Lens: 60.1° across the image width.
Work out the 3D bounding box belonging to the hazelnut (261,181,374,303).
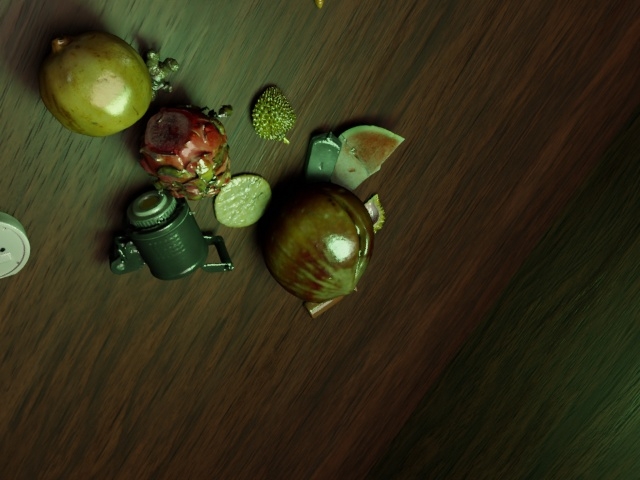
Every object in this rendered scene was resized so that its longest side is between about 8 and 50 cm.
[{"bbox_3d":[0.000,0.000,1.966,0.401,0.402,0.429,8,131,-40],"label":"hazelnut"}]

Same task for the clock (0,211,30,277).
[{"bbox_3d":[-0.911,0.017,1.519,0.196,0.068,0.197,-20,132,-24],"label":"clock"}]

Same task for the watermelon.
[{"bbox_3d":[0.160,-0.301,2.021,0.260,0.176,0.256,-42,142,-25],"label":"watermelon"}]

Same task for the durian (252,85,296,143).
[{"bbox_3d":[-0.141,-0.379,1.783,0.146,0.102,0.208,-40,141,-13],"label":"durian"}]

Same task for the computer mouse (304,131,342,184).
[{"bbox_3d":[0.004,-0.292,1.967,0.113,0.068,0.229,13,122,-11],"label":"computer mouse"}]

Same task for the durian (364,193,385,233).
[{"bbox_3d":[0.176,-0.082,2.252,0.132,0.165,0.182,51,56,-8],"label":"durian"}]

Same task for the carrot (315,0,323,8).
[{"bbox_3d":[-0.010,-0.807,1.592,0.066,0.062,0.271,-63,150,-30],"label":"carrot"}]

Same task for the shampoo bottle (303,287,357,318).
[{"bbox_3d":[0.045,0.243,2.396,0.244,0.085,0.086,-31,135,-14],"label":"shampoo bottle"}]

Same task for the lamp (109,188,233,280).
[{"bbox_3d":[-0.468,-0.026,1.716,0.373,0.205,0.272,-8,130,-19],"label":"lamp"}]

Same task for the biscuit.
[{"bbox_3d":[-0.267,-0.135,1.915,0.219,0.033,0.220,-19,131,-24],"label":"biscuit"}]

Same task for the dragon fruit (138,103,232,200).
[{"bbox_3d":[-0.370,-0.248,1.605,0.291,0.250,0.269,50,54,-64],"label":"dragon fruit"}]

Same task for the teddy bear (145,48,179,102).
[{"bbox_3d":[-0.455,-0.453,1.512,0.119,0.078,0.160,20,131,-26],"label":"teddy bear"}]

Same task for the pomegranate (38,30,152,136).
[{"bbox_3d":[-0.550,-0.385,1.356,0.264,0.264,0.265,-20,131,-24],"label":"pomegranate"}]
